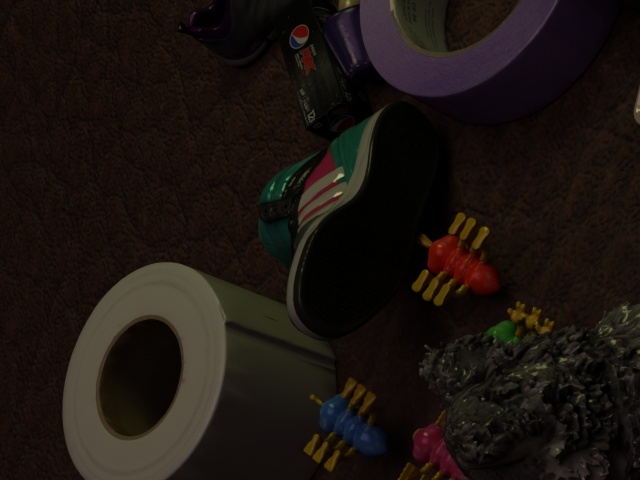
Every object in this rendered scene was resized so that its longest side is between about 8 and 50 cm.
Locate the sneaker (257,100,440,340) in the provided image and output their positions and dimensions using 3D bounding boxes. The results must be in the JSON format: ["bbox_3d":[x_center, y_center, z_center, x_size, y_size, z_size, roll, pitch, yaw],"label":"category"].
[{"bbox_3d":[0.000,0.000,1.833,0.178,0.124,0.295,-31,24,46],"label":"sneaker"}]

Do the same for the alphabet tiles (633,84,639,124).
[{"bbox_3d":[0.406,-0.180,1.634,0.278,0.021,0.284,6,77,45],"label":"alphabet tiles"}]

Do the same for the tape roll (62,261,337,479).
[{"bbox_3d":[-0.127,0.161,1.902,0.246,0.169,0.246,-20,60,39],"label":"tape roll"}]

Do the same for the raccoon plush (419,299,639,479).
[{"bbox_3d":[0.270,0.043,1.427,0.216,0.299,0.447,-154,85,-76],"label":"raccoon plush"}]

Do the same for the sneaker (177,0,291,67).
[{"bbox_3d":[-0.060,-0.289,2.078,0.223,0.098,0.083,-45,47,22],"label":"sneaker"}]

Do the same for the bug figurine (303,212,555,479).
[{"bbox_3d":[0.114,0.126,1.752,0.216,0.072,0.279,39,96,39],"label":"bug figurine"}]

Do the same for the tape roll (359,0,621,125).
[{"bbox_3d":[0.170,-0.258,1.849,0.274,0.090,0.275,-18,62,38],"label":"tape roll"}]

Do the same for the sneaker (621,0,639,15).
[{"bbox_3d":[0.294,-0.357,1.670,0.447,0.169,0.257,36,72,30],"label":"sneaker"}]

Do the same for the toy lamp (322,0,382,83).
[{"bbox_3d":[0.023,-0.299,1.991,0.080,0.080,0.275,-26,66,34],"label":"toy lamp"}]

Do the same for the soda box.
[{"bbox_3d":[0.001,-0.191,2.010,0.060,0.053,0.169,-37,51,26],"label":"soda box"}]
